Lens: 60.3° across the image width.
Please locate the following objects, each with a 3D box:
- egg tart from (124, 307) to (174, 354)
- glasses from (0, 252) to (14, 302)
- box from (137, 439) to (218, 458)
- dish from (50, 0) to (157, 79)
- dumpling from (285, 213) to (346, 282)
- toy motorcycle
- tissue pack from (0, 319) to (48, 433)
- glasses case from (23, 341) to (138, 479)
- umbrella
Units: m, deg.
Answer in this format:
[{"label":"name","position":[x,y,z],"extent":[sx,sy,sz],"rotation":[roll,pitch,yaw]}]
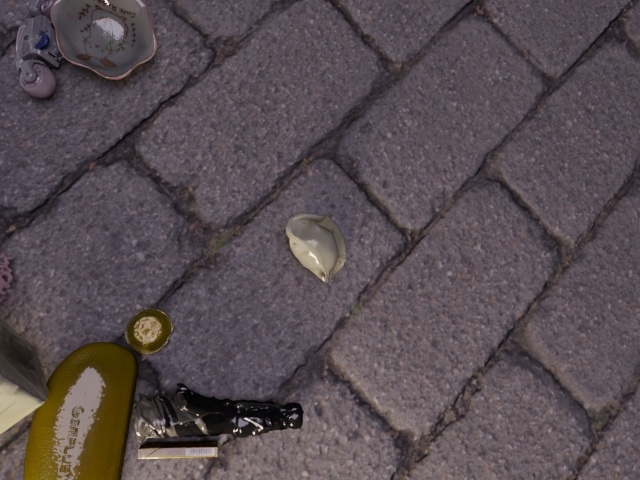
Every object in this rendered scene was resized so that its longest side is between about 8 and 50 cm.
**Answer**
[{"label":"egg tart","position":[-0.370,0.193,1.186],"extent":[0.105,0.039,0.105],"rotation":[2,77,-11]},{"label":"glasses","position":[-0.740,0.097,1.096],"extent":[0.255,0.095,0.162],"rotation":[-41,98,-15]},{"label":"box","position":[-0.291,0.428,1.131],"extent":[0.156,0.089,0.022],"rotation":[3,77,-11]},{"label":"dish","position":[-0.494,-0.471,1.267],"extent":[0.229,0.081,0.230],"rotation":[3,82,-22]},{"label":"dumpling","position":[-0.001,-0.002,1.278],"extent":[0.169,0.100,0.134],"rotation":[43,61,-3]},{"label":"toy motorcycle","position":[-0.633,-0.441,1.232],"extent":[0.112,0.112,0.255],"rotation":[3,80,-12]},{"label":"tissue pack","position":[-0.714,0.268,0.927],"extent":[0.380,0.297,0.207],"rotation":[-34,44,-10]},{"label":"glasses case","position":[-0.468,0.384,1.073],"extent":[0.173,0.141,0.372],"rotation":[8,77,-10]},{"label":"umbrella","position":[-0.207,0.358,1.157],"extent":[0.357,0.113,0.106],"rotation":[4,105,-17]}]
